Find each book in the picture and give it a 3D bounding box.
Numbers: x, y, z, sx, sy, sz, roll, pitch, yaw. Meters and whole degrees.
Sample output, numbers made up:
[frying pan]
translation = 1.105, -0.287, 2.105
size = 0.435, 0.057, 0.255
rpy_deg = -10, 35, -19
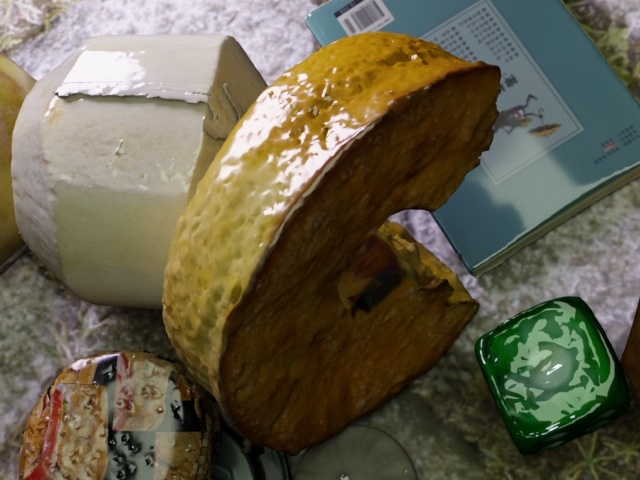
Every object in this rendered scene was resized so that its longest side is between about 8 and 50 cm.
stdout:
[book]
translation = 0.182, -0.176, 1.912
size = 0.264, 0.031, 0.379
rpy_deg = -31, 69, 0

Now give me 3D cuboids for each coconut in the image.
[coconut]
translation = -0.158, -0.068, 1.801
size = 0.322, 0.323, 0.323
rpy_deg = -3, 71, 10

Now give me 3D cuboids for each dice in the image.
[dice]
translation = 0.238, 0.141, 1.748
size = 0.128, 0.120, 0.131
rpy_deg = -24, 71, 0

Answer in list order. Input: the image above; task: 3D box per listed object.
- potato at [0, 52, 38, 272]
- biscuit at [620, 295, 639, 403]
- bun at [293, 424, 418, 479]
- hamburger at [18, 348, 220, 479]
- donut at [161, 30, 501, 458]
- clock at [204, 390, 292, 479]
[potato]
translation = -0.426, -0.094, 1.918
size = 0.246, 0.196, 0.300
rpy_deg = 29, 77, 17
[biscuit]
translation = 0.472, 0.103, 1.668
size = 0.359, 0.046, 0.359
rpy_deg = -1, 98, -5
[bun]
translation = 0.033, 0.254, 1.764
size = 0.138, 0.094, 0.138
rpy_deg = -4, 67, 10
[hamburger]
translation = -0.214, 0.218, 1.770
size = 0.230, 0.107, 0.231
rpy_deg = -2, 77, 7
[donut]
translation = 0.000, 0.000, 1.674
size = 0.377, 0.435, 0.163
rpy_deg = -29, 52, -35
[clock]
translation = -0.139, 0.272, 1.815
size = 0.226, 0.049, 0.226
rpy_deg = -4, 70, 10
